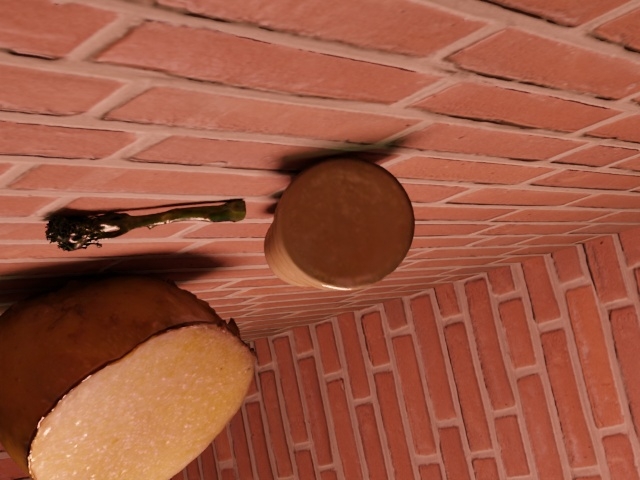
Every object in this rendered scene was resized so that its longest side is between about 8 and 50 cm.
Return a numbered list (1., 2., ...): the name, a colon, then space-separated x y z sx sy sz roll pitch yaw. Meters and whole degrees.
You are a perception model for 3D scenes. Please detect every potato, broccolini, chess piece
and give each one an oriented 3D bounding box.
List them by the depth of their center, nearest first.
1. broccolini: -0.212 -0.015 1.174 0.254 0.057 0.071 -3 -150 -25
2. chess piece: 0.000 0.000 1.230 0.167 0.167 0.300 -9 174 -14
3. potato: -0.367 0.200 1.583 0.385 0.319 0.442 -54 151 6
